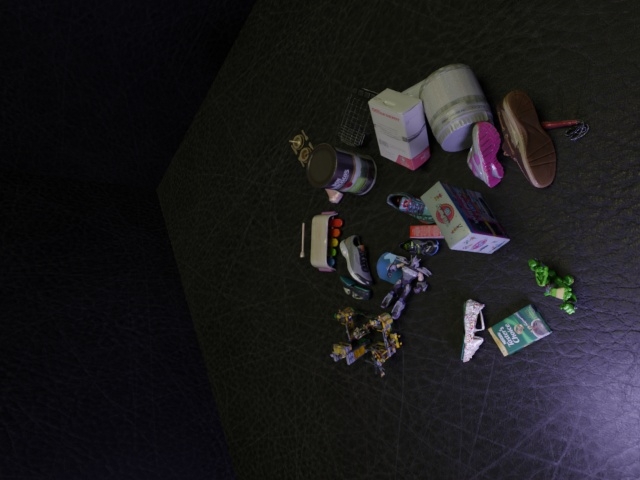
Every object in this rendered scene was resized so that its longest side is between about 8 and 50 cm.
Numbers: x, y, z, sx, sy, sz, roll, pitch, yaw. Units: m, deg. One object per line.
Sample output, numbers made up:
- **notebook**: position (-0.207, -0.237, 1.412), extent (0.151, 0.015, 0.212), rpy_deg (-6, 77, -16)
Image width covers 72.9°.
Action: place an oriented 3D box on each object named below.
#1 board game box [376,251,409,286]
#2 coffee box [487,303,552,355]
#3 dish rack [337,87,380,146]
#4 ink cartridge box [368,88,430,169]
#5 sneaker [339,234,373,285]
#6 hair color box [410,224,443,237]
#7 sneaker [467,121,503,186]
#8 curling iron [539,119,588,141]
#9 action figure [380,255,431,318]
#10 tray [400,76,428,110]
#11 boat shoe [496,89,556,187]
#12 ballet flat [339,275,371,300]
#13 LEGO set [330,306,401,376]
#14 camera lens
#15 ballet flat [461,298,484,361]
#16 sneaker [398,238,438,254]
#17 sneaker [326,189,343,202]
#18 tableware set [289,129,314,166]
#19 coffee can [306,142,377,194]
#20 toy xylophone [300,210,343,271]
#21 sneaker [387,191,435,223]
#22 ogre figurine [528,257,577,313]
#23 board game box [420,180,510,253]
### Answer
- **board game box**: position (0.333, 0.124, 1.919), extent (0.169, 0.033, 0.133), rpy_deg (21, 114, 26)
- **coffee box**: position (0.695, 0.316, 1.518), extent (0.184, 0.041, 0.113), rpy_deg (-44, 57, 35)
- **dish rack**: position (0.190, -0.595, 2.104), extent (0.208, 0.074, 0.271), rpy_deg (42, 120, 47)
- **ink cartridge box**: position (0.330, -0.460, 1.795), extent (0.117, 0.283, 0.207), rpy_deg (-38, 47, -14)
- **sneaker**: position (0.180, 0.091, 2.048), extent (0.108, 0.100, 0.271), rpy_deg (-41, 58, 31)
- **hair color box**: position (0.459, -0.035, 1.760), extent (0.167, 0.093, 0.053), rpy_deg (1, 88, 46)
- **sneaker**: position (0.582, -0.315, 1.580), extent (0.111, 0.103, 0.252), rpy_deg (35, 152, 53)
- **curling iron**: position (0.770, -0.383, 1.497), extent (0.274, 0.035, 0.068), rpy_deg (17, 100, 46)
- **action figure**: position (0.356, 0.187, 1.844), extent (0.185, 0.099, 0.284), rpy_deg (35, 117, 31)
- **tray**: position (0.395, -0.613, 1.922), extent (0.270, 0.030, 0.145), rpy_deg (-18, 73, 45)
- **boat shoe**: position (0.700, -0.341, 1.507), extent (0.341, 0.123, 0.123), rpy_deg (67, 167, 0)
- **ballet flat**: position (0.157, 0.235, 2.082), extent (0.203, 0.074, 0.074), rpy_deg (26, 105, 43)
- **LEGO set**: position (0.168, 0.438, 1.921), extent (0.332, 0.192, 0.254), rpy_deg (10, 114, 44)
- **camera lens**: position (0.512, -0.507, 1.648), extent (0.219, 0.220, 0.274), rpy_deg (-32, 65, 41)
- **ballet flat**: position (0.572, 0.342, 1.623), extent (0.077, 0.091, 0.240), rpy_deg (3, 93, 25)
- **sneaker**: position (0.409, 0.028, 1.819), extent (0.188, 0.078, 0.066), rpy_deg (-1, 86, 46)
- **sneaker**: position (0.055, -0.237, 2.238), extent (0.134, 0.051, 0.070), rpy_deg (37, 108, 38)
- **tableware set**: position (-0.110, -0.522, 2.446), extent (0.128, 0.039, 0.194), rpy_deg (-49, 54, 33)
- **coffee can**: position (0.101, -0.329, 2.033), extent (0.202, 0.276, 0.201), rpy_deg (-4, 84, 47)
- **toy xylophone**: position (0.000, 0.000, 2.256), extent (0.236, 0.081, 0.322), rpy_deg (12, 96, 47)
- **sneaker**: position (0.386, -0.137, 1.822), extent (0.262, 0.125, 0.104), rpy_deg (24, 105, 45)
- **ogre figurine**: position (0.761, 0.145, 1.406), extent (0.197, 0.118, 0.096), rpy_deg (41, 112, 39)
- **board game box**: position (0.520, -0.077, 1.544), extent (0.097, 0.304, 0.223), rpy_deg (-44, 57, 36)
